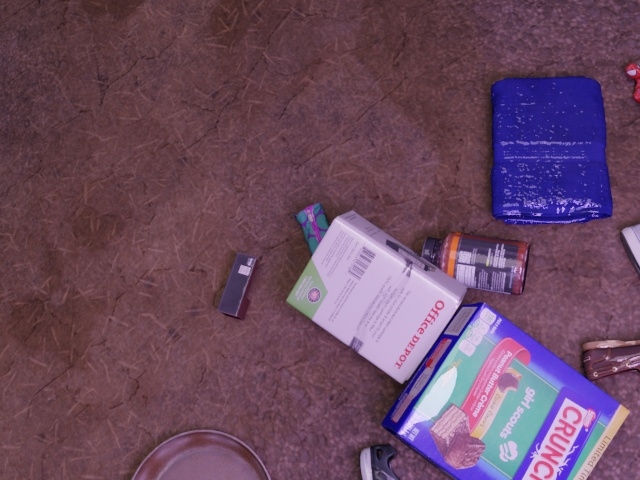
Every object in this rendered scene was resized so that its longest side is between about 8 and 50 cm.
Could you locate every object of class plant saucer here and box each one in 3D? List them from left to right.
[{"bbox_3d":[-0.228,0.523,1.495,0.310,0.050,0.311,-4,71,12],"label":"plant saucer"}]

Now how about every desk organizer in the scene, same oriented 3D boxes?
[{"bbox_3d":[-0.166,0.097,1.628,0.047,0.050,0.130,13,75,18],"label":"desk organizer"}]

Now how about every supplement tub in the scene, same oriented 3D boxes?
[{"bbox_3d":[0.297,0.040,1.503,0.197,0.106,0.106,9,74,17],"label":"supplement tub"}]

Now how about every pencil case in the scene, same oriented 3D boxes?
[{"bbox_3d":[0.000,0.000,1.610,0.064,0.070,0.152,-25,68,5],"label":"pencil case"}]

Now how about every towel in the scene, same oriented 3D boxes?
[{"bbox_3d":[0.454,-0.179,1.563,0.227,0.076,0.309,1,71,7],"label":"towel"}]

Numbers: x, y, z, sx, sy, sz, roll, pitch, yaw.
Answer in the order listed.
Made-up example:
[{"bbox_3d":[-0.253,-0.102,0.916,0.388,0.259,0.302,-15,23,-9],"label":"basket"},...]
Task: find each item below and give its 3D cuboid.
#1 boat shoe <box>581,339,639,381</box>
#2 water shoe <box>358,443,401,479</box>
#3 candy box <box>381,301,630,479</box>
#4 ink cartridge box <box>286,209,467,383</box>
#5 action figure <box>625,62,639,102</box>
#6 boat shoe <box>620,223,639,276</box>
[{"bbox_3d":[0.575,0.213,1.390,0.206,0.073,0.073,-10,62,21],"label":"boat shoe"},{"bbox_3d":[0.127,0.470,1.412,0.080,0.073,0.203,-17,68,5],"label":"water shoe"},{"bbox_3d":[0.313,0.305,1.337,0.317,0.122,0.268,36,81,-5],"label":"candy box"},{"bbox_3d":[0.106,0.103,1.465,0.272,0.114,0.198,35,107,11],"label":"ink cartridge box"},{"bbox_3d":[0.703,-0.273,1.498,0.091,0.139,0.280,-43,64,-4],"label":"action figure"},{"bbox_3d":[0.633,0.063,1.424,0.081,0.079,0.228,-24,64,9],"label":"boat shoe"}]
